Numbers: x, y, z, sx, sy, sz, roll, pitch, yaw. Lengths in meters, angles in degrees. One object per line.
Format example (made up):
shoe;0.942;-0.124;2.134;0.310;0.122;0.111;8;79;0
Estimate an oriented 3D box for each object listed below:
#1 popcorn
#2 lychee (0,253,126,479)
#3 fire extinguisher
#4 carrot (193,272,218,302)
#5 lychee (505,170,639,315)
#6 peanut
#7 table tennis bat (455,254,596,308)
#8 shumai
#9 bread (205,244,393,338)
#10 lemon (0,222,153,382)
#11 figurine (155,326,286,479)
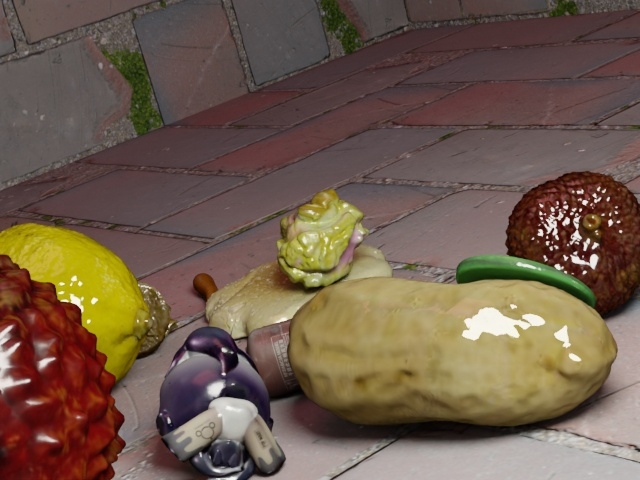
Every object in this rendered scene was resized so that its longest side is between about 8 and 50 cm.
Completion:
popcorn;0.000;0.000;1.957;0.145;0.126;0.126;-43;-2;-11
lychee;-0.429;0.200;1.375;0.425;0.424;0.500;-7;-4;28
fire extinguisher;-0.010;0.134;1.726;0.269;0.104;0.105;-16;16;3
carrot;-0.186;0.081;2.213;0.035;0.035;0.142;-18;20;-9
lychee;0.325;0.004;1.704;0.194;0.194;0.194;-15;16;4
peanut;0.140;0.127;1.504;0.387;0.169;0.192;0;-8;30
table tennis bat;0.237;0.070;1.573;0.160;0.039;0.257;14;-20;11
shumai;-0.291;0.118;2.042;0.139;0.123;0.105;-29;5;1
bread;-0.034;0.073;2.058;0.316;0.054;0.316;-17;16;5
lemon;-0.384;0.107;1.891;0.322;0.268;0.268;-14;15;22
figurine;-0.127;0.189;1.585;0.145;0.145;0.222;-18;21;-9
